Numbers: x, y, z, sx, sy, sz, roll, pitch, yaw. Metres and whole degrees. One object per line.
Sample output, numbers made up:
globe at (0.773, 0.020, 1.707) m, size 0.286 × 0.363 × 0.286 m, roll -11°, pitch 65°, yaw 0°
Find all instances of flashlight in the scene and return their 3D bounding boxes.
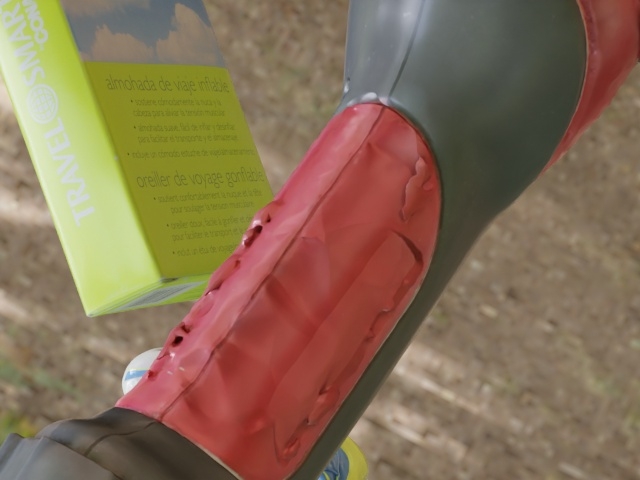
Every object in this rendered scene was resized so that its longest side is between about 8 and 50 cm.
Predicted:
flashlight at (0.000, 0.000, 0.530) m, size 0.103 × 0.304 × 0.103 m, roll 41°, pitch 157°, yaw -11°

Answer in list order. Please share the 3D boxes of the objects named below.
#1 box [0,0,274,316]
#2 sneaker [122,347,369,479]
box at (-0.076, -0.064, 0.729) m, size 0.042 × 0.178 × 0.109 m, roll -24°, pitch 172°, yaw 26°
sneaker at (-0.073, 0.159, 1.626) m, size 0.240 × 0.091 × 0.126 m, roll 22°, pitch -176°, yaw 13°
